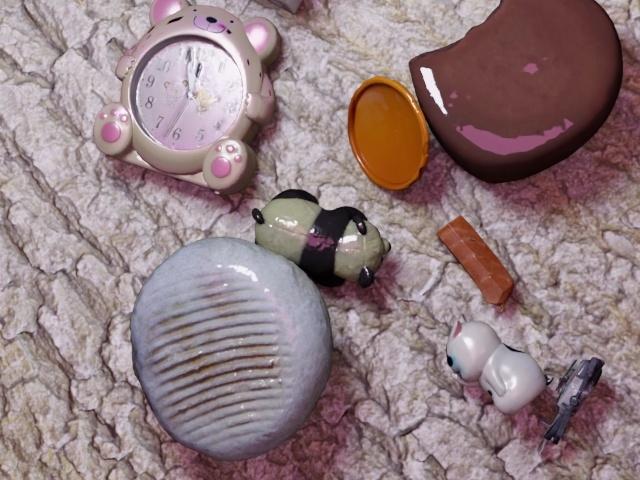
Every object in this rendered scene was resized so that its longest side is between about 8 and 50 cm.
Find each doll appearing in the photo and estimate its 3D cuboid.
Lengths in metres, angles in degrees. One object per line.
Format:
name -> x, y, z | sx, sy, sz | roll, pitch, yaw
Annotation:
doll -> 0.278, 0.206, 1.749 | 0.180, 0.110, 0.107 | 36, 92, 10
doll -> -0.002, 0.001, 1.790 | 0.234, 0.135, 0.144 | 20, 92, 5

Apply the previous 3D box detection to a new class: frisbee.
frisbee -> 0.117, -0.178, 1.778 | 0.035, 0.192, 0.192 | -20, 83, -37

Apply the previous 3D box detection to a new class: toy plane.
toy plane -> 0.402, 0.262, 1.746 | 0.053, 0.078, 0.197 | 32, 107, 6

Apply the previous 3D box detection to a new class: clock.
clock -> -0.216, -0.253, 1.842 | 0.284, 0.114, 0.310 | 18, 89, 10

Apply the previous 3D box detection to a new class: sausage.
sausage -> 0.264, 0.039, 1.781 | 0.065, 0.065, 0.169 | -38, 84, 5

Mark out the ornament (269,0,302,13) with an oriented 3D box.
ornament -> -0.102, -0.556, 1.773 | 0.239, 0.240, 0.240 | 31, 92, 9

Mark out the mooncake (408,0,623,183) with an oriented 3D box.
mooncake -> 0.307, -0.254, 1.734 | 0.333, 0.174, 0.326 | 17, 87, 12

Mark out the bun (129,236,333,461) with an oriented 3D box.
bun -> -0.140, 0.173, 1.754 | 0.361, 0.211, 0.362 | 1, 93, 14
